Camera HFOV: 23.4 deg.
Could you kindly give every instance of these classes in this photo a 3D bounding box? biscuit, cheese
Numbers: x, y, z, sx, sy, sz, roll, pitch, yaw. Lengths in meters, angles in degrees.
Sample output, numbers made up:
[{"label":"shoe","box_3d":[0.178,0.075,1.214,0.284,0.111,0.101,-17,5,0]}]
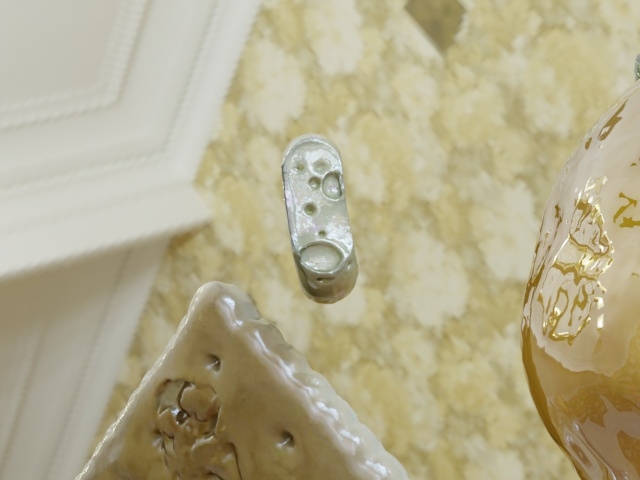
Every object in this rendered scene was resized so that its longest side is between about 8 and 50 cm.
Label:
[{"label":"biscuit","box_3d":[-0.071,0.197,0.999,0.044,0.217,0.325,-24,-23,-49]},{"label":"cheese","box_3d":[0.000,0.000,0.946,0.037,0.097,0.192,-7,-12,-1]}]

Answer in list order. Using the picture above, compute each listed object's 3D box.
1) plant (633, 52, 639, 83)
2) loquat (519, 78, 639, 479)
[{"label":"plant","box_3d":[0.169,-0.087,0.700,0.051,0.051,0.102,-15,-55,-38]},{"label":"loquat","box_3d":[0.172,0.016,0.458,0.238,0.193,0.238,-31,-1,0]}]
